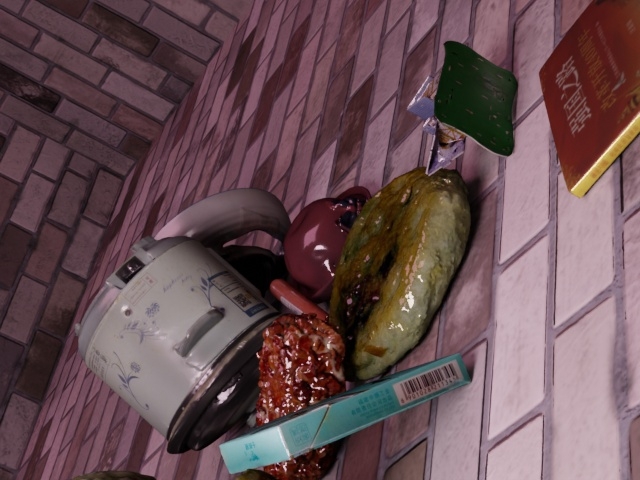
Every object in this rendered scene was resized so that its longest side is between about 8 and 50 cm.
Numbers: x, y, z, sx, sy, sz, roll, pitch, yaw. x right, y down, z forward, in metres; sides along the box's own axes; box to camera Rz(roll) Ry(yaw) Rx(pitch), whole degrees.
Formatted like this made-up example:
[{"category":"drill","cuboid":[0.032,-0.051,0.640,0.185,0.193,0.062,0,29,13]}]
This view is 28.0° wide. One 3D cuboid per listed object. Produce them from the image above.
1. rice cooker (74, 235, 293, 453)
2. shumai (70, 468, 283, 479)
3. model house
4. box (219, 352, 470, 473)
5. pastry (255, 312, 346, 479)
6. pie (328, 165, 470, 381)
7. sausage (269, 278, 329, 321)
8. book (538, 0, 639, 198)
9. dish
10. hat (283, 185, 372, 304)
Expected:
[{"category":"rice cooker","cuboid":[-0.183,0.155,1.853,0.264,0.317,0.316,-44,10,-22]},{"category":"shumai","cuboid":[-0.127,0.396,1.302,0.323,0.324,0.398,-28,52,34]},{"category":"model house","cuboid":[0.170,-0.151,1.580,0.088,0.117,0.167,-49,23,42]},{"category":"box","cuboid":[0.024,0.182,1.354,0.162,0.229,0.041,-31,79,61]},{"category":"pastry","cuboid":[-0.022,0.195,1.569,0.115,0.097,0.209,-170,82,-68]},{"category":"pie","cuboid":[0.087,0.036,1.612,0.323,0.070,0.323,-54,19,28]},{"category":"sausage","cuboid":[-0.020,0.097,1.806,0.029,0.029,0.223,-61,33,3]},{"category":"book","cuboid":[0.360,-0.247,1.323,0.374,0.028,0.263,-52,21,29]},{"category":"dish","cuboid":[-0.143,0.058,2.055,0.273,0.273,0.134,-54,55,25]},{"category":"hat","cuboid":[0.000,0.000,1.886,0.205,0.089,0.205,-52,19,27]}]
